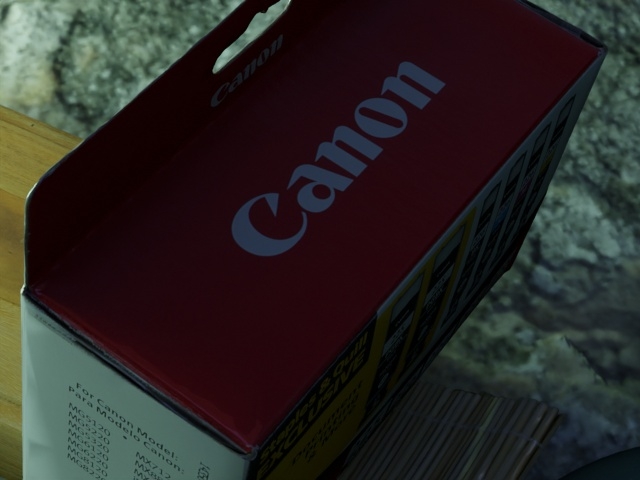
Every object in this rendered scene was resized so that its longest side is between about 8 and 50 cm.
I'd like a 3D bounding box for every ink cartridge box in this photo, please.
[{"bbox_3d":[0.000,0.000,0.730,0.130,0.272,0.309,33,56,14],"label":"ink cartridge box"}]

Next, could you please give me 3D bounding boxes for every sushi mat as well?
[{"bbox_3d":[0.004,0.202,0.816,0.019,0.151,0.316,49,63,-26],"label":"sushi mat"}]

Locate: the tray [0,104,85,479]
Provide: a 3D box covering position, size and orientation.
[{"bbox_3d":[-0.175,0.031,0.889,0.411,0.076,0.203,23,54,5],"label":"tray"}]

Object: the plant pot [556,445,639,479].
[{"bbox_3d":[0.201,0.217,0.764,0.290,0.290,0.195,24,28,7],"label":"plant pot"}]
